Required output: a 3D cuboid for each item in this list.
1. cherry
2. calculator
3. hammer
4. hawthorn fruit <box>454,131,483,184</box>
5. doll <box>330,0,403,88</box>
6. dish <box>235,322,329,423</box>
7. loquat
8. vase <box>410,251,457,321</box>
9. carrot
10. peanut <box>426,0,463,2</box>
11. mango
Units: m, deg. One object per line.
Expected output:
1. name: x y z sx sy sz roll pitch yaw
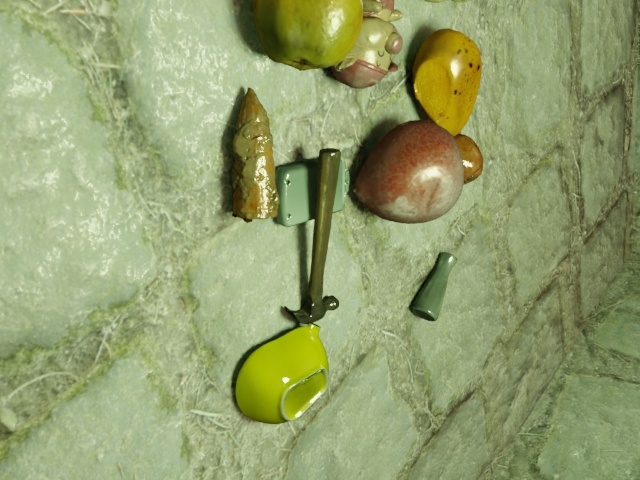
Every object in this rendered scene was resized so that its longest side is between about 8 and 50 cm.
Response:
1. cherry: 0.226 -0.163 1.463 0.308 0.221 0.261 -19 120 -19
2. calculator: -0.019 -0.116 1.337 0.246 0.045 0.141 -21 118 -42
3. hammer: 0.000 0.000 1.349 0.168 0.044 0.439 -20 127 -43
4. hawthorn fruit: 0.394 -0.241 1.703 0.149 0.149 0.189 48 28 -45
5. doll: 0.110 -0.462 1.284 0.196 0.152 0.255 -1 109 -34
6. dish: -0.061 0.331 1.372 0.262 0.108 0.221 -31 131 -30
7. loquat: -0.018 -0.453 1.112 0.213 0.213 0.246 3 100 -48
8. vase: 0.359 0.139 1.819 0.086 0.086 0.214 47 63 -45
9. carrot: -0.134 -0.171 1.173 0.102 0.102 0.262 -11 105 -45
10. peanut: 0.317 -0.662 1.474 0.257 0.124 0.123 -17 115 -38
11. mango: 0.341 -0.416 1.552 0.191 0.160 0.290 -44 136 -41
